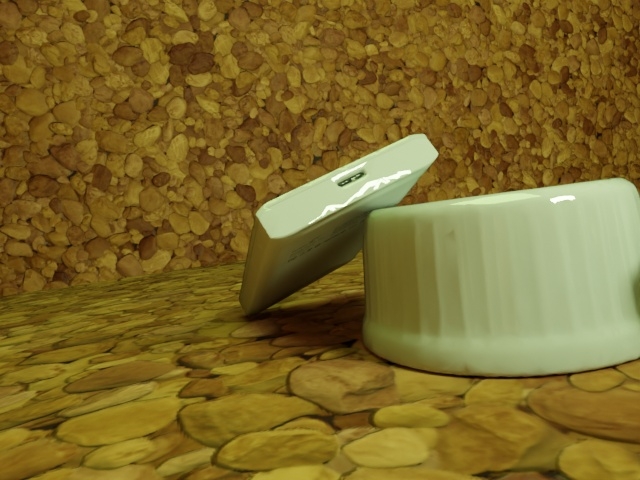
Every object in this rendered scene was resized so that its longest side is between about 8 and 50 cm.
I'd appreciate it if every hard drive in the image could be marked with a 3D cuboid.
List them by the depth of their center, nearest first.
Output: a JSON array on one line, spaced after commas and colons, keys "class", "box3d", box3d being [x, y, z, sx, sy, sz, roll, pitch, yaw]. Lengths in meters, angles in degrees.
[{"class": "hard drive", "box3d": [0.000, 0.000, 0.570, 0.203, 0.040, 0.307, -28, -13, -22]}]

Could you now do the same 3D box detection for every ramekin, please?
[{"class": "ramekin", "box3d": [0.171, 0.021, 0.451, 0.277, 0.135, 0.277, -7, 3, 0]}]
